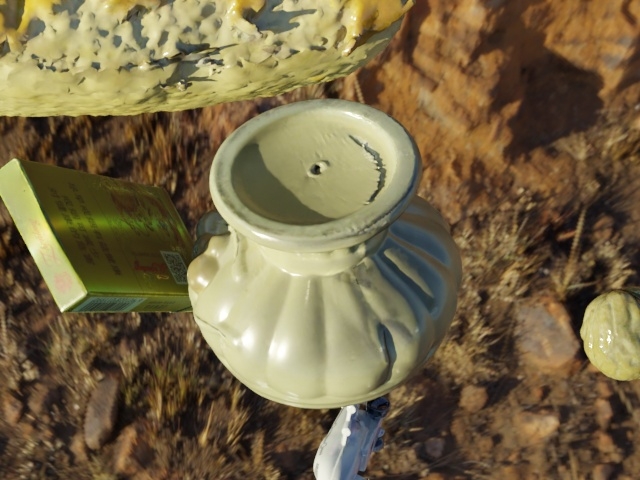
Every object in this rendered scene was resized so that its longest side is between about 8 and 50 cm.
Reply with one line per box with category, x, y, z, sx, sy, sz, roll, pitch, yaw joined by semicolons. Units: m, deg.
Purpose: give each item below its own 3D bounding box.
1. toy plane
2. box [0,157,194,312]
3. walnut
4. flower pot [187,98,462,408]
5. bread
toy plane;0.051;0.307;1.609;0.101;0.251;0.255;10;33;5
box;-0.234;0.003;1.192;0.043;0.311;0.173;-34;76;16
walnut;0.283;0.085;0.946;0.092;0.092;0.092;2;75;-7
flower pot;0.000;0.000;1.107;0.307;0.244;0.307;-2;46;2
bread;-0.126;-0.199;0.888;0.375;0.236;0.165;-8;91;-23
